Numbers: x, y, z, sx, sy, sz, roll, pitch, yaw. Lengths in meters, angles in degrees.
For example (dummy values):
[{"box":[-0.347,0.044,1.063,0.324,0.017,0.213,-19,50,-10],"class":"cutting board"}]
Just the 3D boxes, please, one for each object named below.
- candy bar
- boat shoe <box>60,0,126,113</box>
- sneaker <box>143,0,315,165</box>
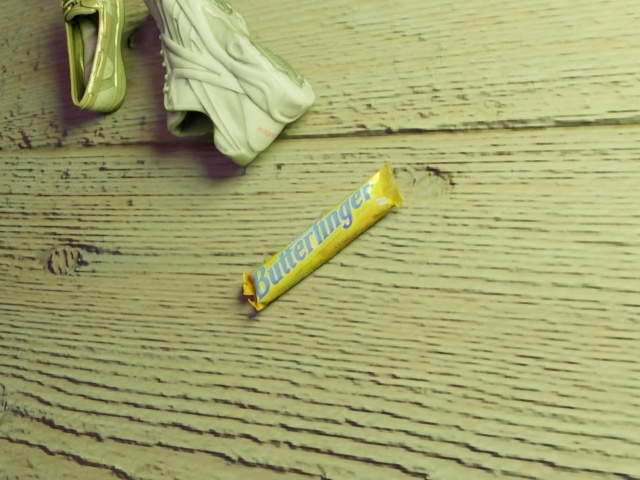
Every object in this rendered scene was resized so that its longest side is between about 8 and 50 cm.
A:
[{"box":[0.000,0.000,1.054,0.161,0.018,0.040,-37,55,17],"class":"candy bar"},{"box":[-0.220,-0.197,1.241,0.056,0.048,0.153,-6,86,33],"class":"boat shoe"},{"box":[-0.110,-0.153,1.149,0.115,0.090,0.232,-51,51,12],"class":"sneaker"}]
